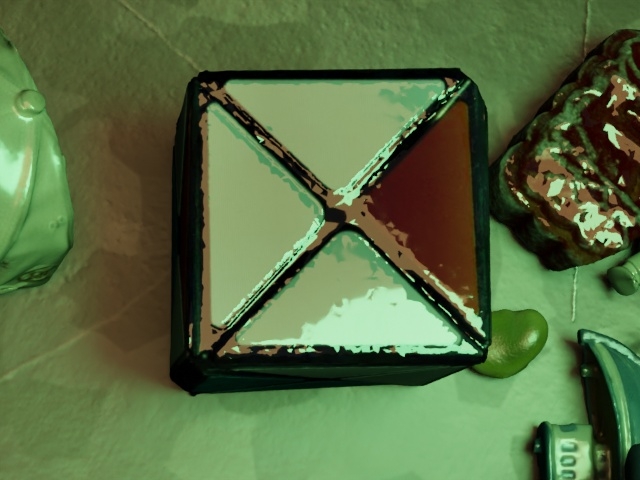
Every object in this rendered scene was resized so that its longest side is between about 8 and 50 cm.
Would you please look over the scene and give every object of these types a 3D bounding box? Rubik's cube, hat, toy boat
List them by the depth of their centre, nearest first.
[{"bbox_3d":[-0.374,-0.049,1.328,0.301,0.168,0.258,-27,84,-12],"label":"hat"},{"bbox_3d":[0.000,-0.001,1.336,0.248,0.246,0.250,1,80,-8],"label":"Rubik's cube"},{"bbox_3d":[0.246,0.188,1.422,0.102,0.088,0.215,1,81,-5],"label":"toy boat"}]

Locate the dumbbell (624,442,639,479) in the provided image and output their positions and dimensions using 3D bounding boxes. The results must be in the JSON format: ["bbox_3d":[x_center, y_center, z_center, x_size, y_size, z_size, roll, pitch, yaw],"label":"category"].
[{"bbox_3d":[0.188,0.269,1.318,0.325,0.144,0.160,-15,84,15],"label":"dumbbell"}]

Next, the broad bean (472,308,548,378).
[{"bbox_3d":[0.171,0.094,1.450,0.083,0.045,0.063,-20,82,-4],"label":"broad bean"}]

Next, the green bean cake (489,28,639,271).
[{"bbox_3d":[0.284,-0.070,1.467,0.232,0.097,0.198,-43,88,-13],"label":"green bean cake"}]

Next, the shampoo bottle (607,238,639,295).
[{"bbox_3d":[0.363,-0.006,1.485,0.204,0.065,0.065,-27,85,-12],"label":"shampoo bottle"}]
